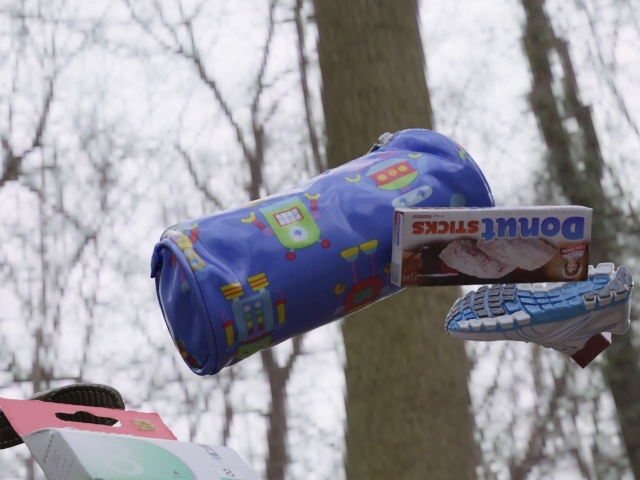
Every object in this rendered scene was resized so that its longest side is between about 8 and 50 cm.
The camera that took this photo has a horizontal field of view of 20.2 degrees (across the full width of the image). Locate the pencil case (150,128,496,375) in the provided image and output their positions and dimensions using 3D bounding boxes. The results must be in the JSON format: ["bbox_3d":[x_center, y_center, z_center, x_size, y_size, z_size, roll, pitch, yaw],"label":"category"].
[{"bbox_3d":[0.000,0.000,1.514,0.306,0.133,0.119,-24,-23,-25],"label":"pencil case"}]

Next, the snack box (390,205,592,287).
[{"bbox_3d":[0.144,0.004,1.496,0.178,0.064,0.022,-1,9,-23],"label":"snack box"}]

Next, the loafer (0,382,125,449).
[{"bbox_3d":[-0.270,0.174,1.803,0.148,0.056,0.050,-9,3,-5],"label":"loafer"}]

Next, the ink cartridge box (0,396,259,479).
[{"bbox_3d":[-0.170,0.184,1.605,0.181,0.225,0.056,11,-69,-34],"label":"ink cartridge box"}]

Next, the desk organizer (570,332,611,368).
[{"bbox_3d":[0.290,0.093,1.985,0.050,0.130,0.047,45,-74,-3],"label":"desk organizer"}]

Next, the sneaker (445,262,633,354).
[{"bbox_3d":[0.221,0.085,1.790,0.190,0.071,0.083,-9,-55,6],"label":"sneaker"}]
